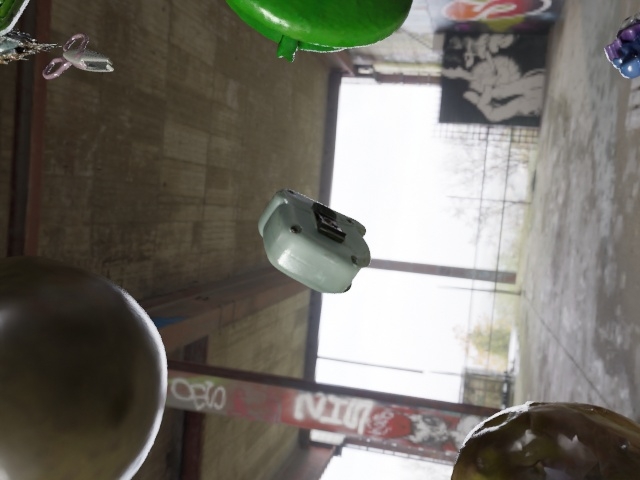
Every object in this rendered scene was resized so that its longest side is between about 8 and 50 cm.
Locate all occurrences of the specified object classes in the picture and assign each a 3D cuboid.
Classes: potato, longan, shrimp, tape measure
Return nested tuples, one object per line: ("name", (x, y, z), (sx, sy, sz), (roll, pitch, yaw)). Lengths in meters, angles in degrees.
("potato", (0.294, 0.290, 0.696), (0.237, 0.288, 0.301), (80, 175, -52))
("longan", (-0.355, 0.177, 0.774), (0.361, 0.360, 0.361), (6, -90, -77))
("shrimp", (-0.631, -0.391, 1.277), (0.090, 0.232, 0.079), (61, -150, -74))
("tape measure", (0.000, 0.000, 1.352), (0.125, 0.243, 0.246), (-56, 27, 21))

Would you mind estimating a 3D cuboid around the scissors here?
("scissors", (-0.320, -0.244, 0.855), (0.085, 0.176, 0.022), (-54, -46, -13))

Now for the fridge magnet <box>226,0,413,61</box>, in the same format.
("fridge magnet", (-0.012, -0.252, 0.574), (0.088, 0.208, 0.208), (126, 162, -55))

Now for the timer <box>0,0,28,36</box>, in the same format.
("timer", (-0.518, -0.381, 0.951), (0.128, 0.140, 0.047), (-67, 15, -14))

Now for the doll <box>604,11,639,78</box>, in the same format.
("doll", (0.483, -0.288, 0.937), (0.067, 0.109, 0.206), (54, -150, -29))
